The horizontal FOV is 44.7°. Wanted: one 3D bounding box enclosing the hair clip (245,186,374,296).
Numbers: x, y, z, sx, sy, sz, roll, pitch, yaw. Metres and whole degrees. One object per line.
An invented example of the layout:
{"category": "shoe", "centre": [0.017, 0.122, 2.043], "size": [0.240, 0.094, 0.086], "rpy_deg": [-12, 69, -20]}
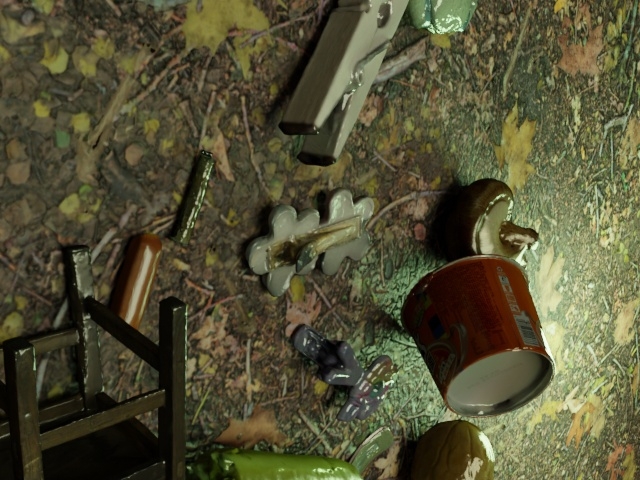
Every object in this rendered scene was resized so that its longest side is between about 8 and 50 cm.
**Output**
{"category": "hair clip", "centre": [-0.006, -0.002, 1.194], "size": [0.257, 0.075, 0.146], "rpy_deg": [-25, 120, -47]}

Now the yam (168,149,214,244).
{"category": "yam", "centre": [-0.168, -0.059, 1.033], "size": [0.033, 0.027, 0.129], "rpy_deg": [20, 85, -49]}

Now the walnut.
{"category": "walnut", "centre": [0.256, 0.453, 1.522], "size": [0.167, 0.167, 0.207], "rpy_deg": [10, 91, -47]}

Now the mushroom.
{"category": "mushroom", "centre": [0.306, -0.002, 1.486], "size": [0.194, 0.138, 0.231], "rpy_deg": [-12, 99, -30]}

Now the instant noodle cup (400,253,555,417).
{"category": "instant noodle cup", "centre": [0.283, 0.175, 1.366], "size": [0.250, 0.192, 0.250], "rpy_deg": [-7, 134, -8]}

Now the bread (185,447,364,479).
{"category": "bread", "centre": [-0.054, 0.444, 1.145], "size": [0.208, 0.251, 0.376], "rpy_deg": [-38, 144, 24]}

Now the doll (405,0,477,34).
{"category": "doll", "centre": [0.204, -0.398, 1.302], "size": [0.214, 0.071, 0.103], "rpy_deg": [-13, 109, -50]}

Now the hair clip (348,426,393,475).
{"category": "hair clip", "centre": [0.085, 0.399, 1.426], "size": [0.137, 0.022, 0.054], "rpy_deg": [-44, 128, -30]}

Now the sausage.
{"category": "sausage", "centre": [-0.233, 0.054, 0.983], "size": [0.039, 0.041, 0.131], "rpy_deg": [20, 86, -42]}

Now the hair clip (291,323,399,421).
{"category": "hair clip", "centre": [0.054, 0.233, 1.301], "size": [0.137, 0.090, 0.278], "rpy_deg": [-56, 134, -8]}

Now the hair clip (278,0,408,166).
{"category": "hair clip", "centre": [0.038, -0.274, 1.153], "size": [0.101, 0.085, 0.331], "rpy_deg": [41, 64, -47]}

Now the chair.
{"category": "chair", "centre": [-0.281, 0.245, 0.854], "size": [0.203, 0.240, 0.416], "rpy_deg": [-15, 114, -44]}
